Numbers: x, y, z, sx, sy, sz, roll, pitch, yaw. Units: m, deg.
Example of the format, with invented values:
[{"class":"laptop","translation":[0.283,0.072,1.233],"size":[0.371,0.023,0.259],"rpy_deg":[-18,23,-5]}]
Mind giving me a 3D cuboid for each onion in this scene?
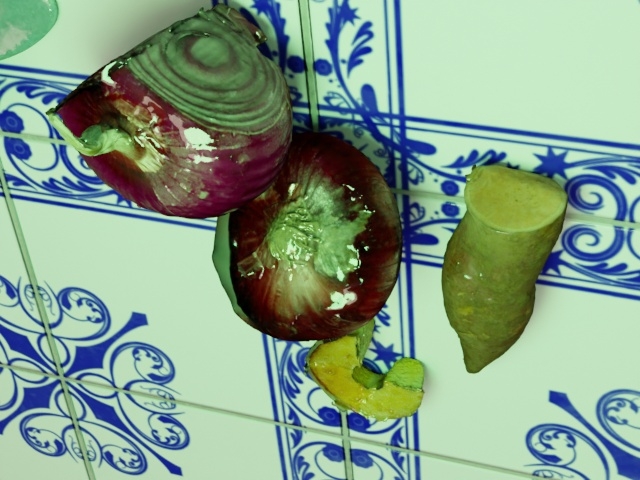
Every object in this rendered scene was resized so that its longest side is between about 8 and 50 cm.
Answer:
[{"class":"onion","translation":[0.000,0.000,1.569],"size":[0.272,0.195,0.272],"rpy_deg":[-4,84,42]},{"class":"onion","translation":[-0.162,-0.132,1.483],"size":[0.230,0.272,0.256],"rpy_deg":[51,164,-11]}]

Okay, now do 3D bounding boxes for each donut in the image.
[{"class":"donut","translation":[0.060,0.181,1.770],"size":[0.181,0.078,0.146],"rpy_deg":[39,135,-19]}]

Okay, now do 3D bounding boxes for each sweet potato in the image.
[{"class":"sweet potato","translation":[0.208,0.060,1.563],"size":[0.131,0.131,0.336],"rpy_deg":[19,132,9]}]

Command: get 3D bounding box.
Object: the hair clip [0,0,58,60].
[{"class":"hair clip","translation":[-0.582,-0.230,1.577],"size":[0.318,0.238,0.392],"rpy_deg":[41,133,-19]}]
